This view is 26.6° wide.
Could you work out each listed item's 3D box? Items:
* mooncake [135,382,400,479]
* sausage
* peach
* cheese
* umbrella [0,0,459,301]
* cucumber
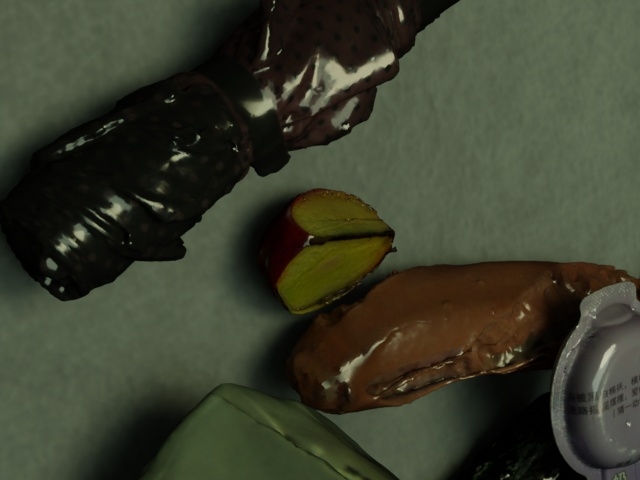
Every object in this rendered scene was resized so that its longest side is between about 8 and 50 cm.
[{"bbox_3d":[-0.020,0.232,0.718,0.250,0.136,0.254,33,80,13],"label":"mooncake"},{"bbox_3d":[0.118,0.056,0.869,0.326,0.079,0.087,-1,84,-35],"label":"sausage"},{"bbox_3d":[0.000,0.000,0.799,0.083,0.050,0.077,-33,145,-8],"label":"peach"},{"bbox_3d":[0.184,0.119,0.854,0.105,0.042,0.191,-15,108,-31],"label":"cheese"},{"bbox_3d":[-0.032,-0.079,0.748,0.326,0.090,0.094,-37,92,-24],"label":"umbrella"},{"bbox_3d":[0.067,0.215,0.860,0.303,0.072,0.081,-38,128,-22],"label":"cucumber"}]
